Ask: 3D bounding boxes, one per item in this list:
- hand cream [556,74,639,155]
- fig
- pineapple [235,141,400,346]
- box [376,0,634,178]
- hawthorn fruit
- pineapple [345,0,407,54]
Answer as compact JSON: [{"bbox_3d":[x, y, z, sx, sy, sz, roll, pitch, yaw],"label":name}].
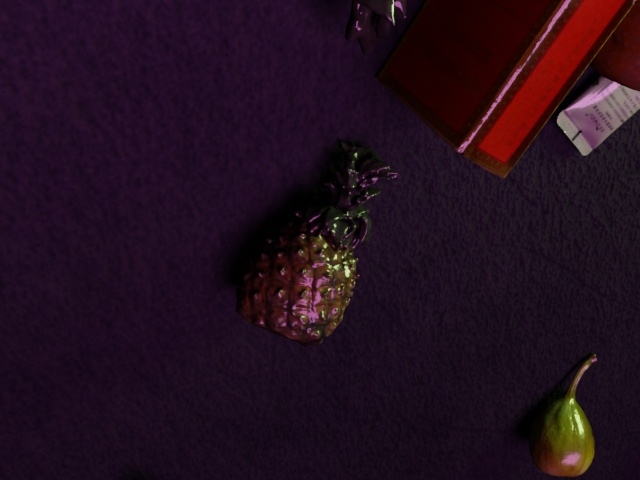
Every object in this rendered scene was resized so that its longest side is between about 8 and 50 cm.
[{"bbox_3d":[0.345,-0.186,0.880,0.234,0.050,0.080,-44,132,13],"label":"hand cream"},{"bbox_3d":[0.335,0.240,1.175,0.093,0.093,0.166,23,70,-38],"label":"fig"},{"bbox_3d":[0.000,0.000,0.800,0.108,0.108,0.198,23,98,-38],"label":"pineapple"},{"bbox_3d":[0.163,-0.192,0.704,0.074,0.153,0.240,23,110,-33],"label":"box"},{"bbox_3d":[0.284,-0.211,0.752,0.189,0.149,0.149,18,113,-43],"label":"hawthorn fruit"},{"bbox_3d":[0.078,-0.293,0.601,0.169,0.169,0.341,10,125,-33],"label":"pineapple"}]
